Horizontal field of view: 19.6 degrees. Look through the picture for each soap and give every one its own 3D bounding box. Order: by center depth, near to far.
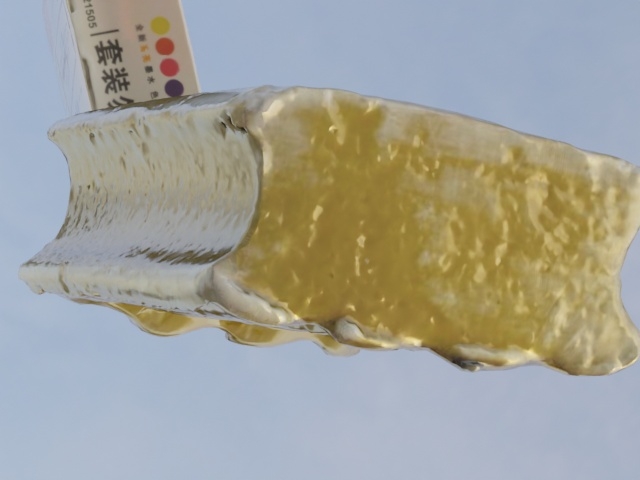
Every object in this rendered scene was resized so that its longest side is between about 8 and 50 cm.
[{"bbox_3d":[0.000,0.000,1.171,0.335,0.293,0.156,2,-100,64],"label":"soap"}]

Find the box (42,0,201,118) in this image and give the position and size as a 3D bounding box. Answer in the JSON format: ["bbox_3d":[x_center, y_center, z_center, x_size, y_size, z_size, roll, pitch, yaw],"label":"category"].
[{"bbox_3d":[-0.158,-0.131,1.478,0.274,0.091,0.220,123,-46,-75],"label":"box"}]
